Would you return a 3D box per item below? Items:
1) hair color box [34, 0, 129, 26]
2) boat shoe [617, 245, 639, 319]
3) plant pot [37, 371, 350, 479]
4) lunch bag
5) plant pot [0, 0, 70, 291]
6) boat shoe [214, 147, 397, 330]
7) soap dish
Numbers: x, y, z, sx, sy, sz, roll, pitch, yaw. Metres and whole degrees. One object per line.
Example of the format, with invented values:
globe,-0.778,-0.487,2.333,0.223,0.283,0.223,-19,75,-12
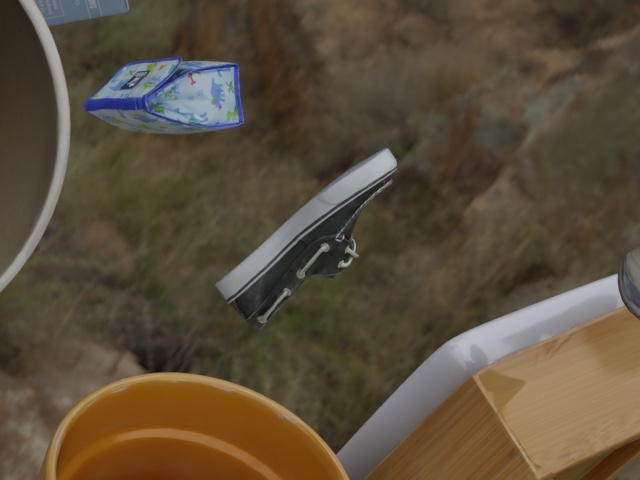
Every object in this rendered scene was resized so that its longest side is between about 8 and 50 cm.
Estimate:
hair color box,-0.390,-0.295,1.921,0.375,0.113,0.185,-10,49,-1
boat shoe,0.337,0.060,1.135,0.324,0.116,0.123,29,12,10
plant pot,-0.099,0.223,1.257,0.205,0.188,0.205,14,39,-12
lunch bag,-0.191,-0.172,2.335,0.151,0.129,0.096,-13,99,-41
plant pot,-0.277,-0.104,1.042,0.256,0.256,0.274,15,19,-19
boat shoe,0.000,0.000,1.810,0.070,0.219,0.078,49,22,-1
soap dish,0.124,0.158,1.390,0.229,0.291,0.118,-18,67,-41
